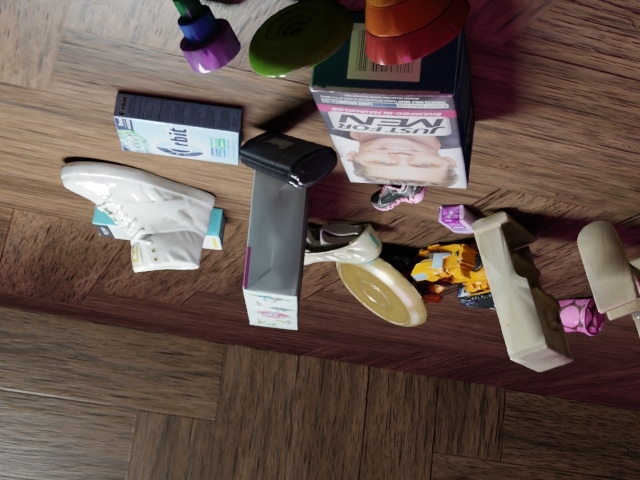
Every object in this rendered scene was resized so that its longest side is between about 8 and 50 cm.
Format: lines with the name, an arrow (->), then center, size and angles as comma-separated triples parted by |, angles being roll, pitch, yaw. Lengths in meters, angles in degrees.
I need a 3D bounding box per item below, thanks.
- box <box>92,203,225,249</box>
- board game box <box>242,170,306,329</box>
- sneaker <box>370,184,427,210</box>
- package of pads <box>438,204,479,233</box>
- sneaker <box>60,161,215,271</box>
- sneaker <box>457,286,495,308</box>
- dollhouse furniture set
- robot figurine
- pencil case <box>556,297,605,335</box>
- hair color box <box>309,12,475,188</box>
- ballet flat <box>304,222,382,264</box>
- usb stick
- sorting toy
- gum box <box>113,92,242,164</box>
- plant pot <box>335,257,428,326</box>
box -> -0.311, -0.034, 2.301 | 0.244, 0.060, 0.100 | 7, 165, 1
board game box -> -0.075, 0.020, 2.082 | 0.098, 0.224, 0.303 | 5, 165, 2
sneaker -> 0.121, -0.085, 1.967 | 0.057, 0.047, 0.119 | 34, 148, -31
package of pads -> 0.247, -0.037, 2.101 | 0.050, 0.032, 0.083 | -4, 162, 28
sneaker -> -0.332, -0.032, 2.111 | 0.292, 0.169, 0.108 | 16, 165, -27
sneaker -> 0.350, 0.112, 2.525 | 0.121, 0.079, 0.217 | 2, 166, 11
dollhouse furniture set -> 0.497, 0.035, 2.025 | 0.394, 0.256, 0.362 | -23, 157, 22
robot figurine -> 0.248, 0.068, 2.394 | 0.211, 0.085, 0.291 | 16, 163, -29
pencil case -> 0.547, 0.182, 2.691 | 0.209, 0.095, 0.098 | -9, 124, 51
hair color box -> 0.103, -0.169, 1.518 | 0.174, 0.105, 0.347 | 4, 166, 11
ballet flat -> 0.000, 0.000, 2.293 | 0.248, 0.086, 0.086 | -3, 163, 28
usb stick -> -0.050, -0.119, 1.689 | 0.045, 0.077, 0.278 | 59, 169, -18
sorting toy -> -0.023, -0.264, 1.287 | 0.366, 0.127, 0.126 | 0, 135, 34
gum box -> -0.213, -0.166, 1.793 | 0.184, 0.041, 0.157 | 8, 166, -2
plant pot -> 0.119, 0.102, 2.443 | 0.236, 0.032, 0.236 | 36, 159, 16
